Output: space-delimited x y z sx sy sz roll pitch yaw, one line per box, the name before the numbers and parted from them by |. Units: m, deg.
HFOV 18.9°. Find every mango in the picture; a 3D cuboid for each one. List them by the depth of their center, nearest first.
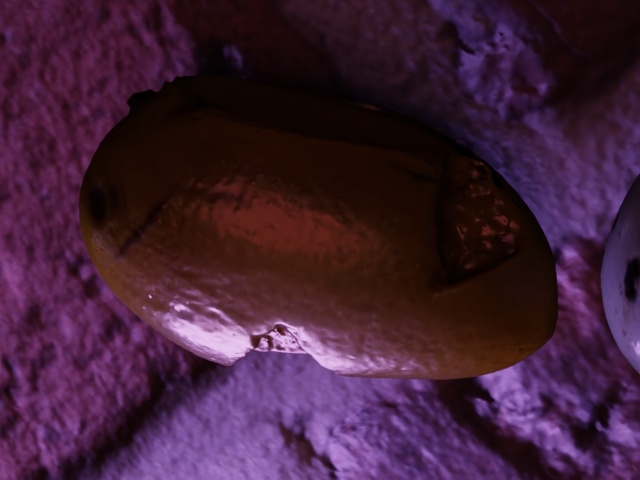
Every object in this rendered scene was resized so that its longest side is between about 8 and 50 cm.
mango | 0.000 0.000 1.027 0.262 0.130 0.167 11 125 9

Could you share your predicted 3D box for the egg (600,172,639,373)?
egg | 0.210 0.004 0.960 0.131 0.131 0.164 19 98 10
